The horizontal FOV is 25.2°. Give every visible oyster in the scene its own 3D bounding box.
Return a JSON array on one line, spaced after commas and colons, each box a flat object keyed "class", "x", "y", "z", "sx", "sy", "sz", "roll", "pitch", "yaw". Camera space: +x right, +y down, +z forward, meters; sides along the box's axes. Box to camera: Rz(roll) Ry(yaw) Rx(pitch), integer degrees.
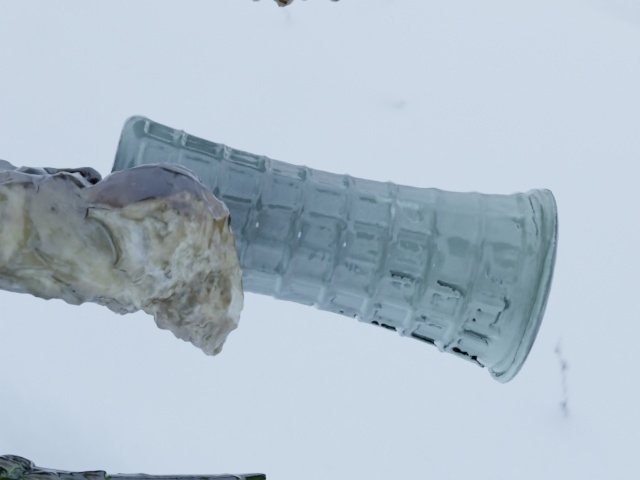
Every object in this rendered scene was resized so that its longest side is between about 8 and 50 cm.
[{"class": "oyster", "x": -0.148, "y": -0.006, "z": 0.805, "sx": 0.233, "sy": 0.107, "sz": 0.161, "roll": 16, "pitch": 13, "yaw": -18}]

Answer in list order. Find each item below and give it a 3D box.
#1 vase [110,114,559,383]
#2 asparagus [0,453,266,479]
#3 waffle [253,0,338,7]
[{"class": "vase", "x": 0.000, "y": 0.000, "z": 0.989, "sx": 0.299, "sy": 0.143, "sz": 0.143, "roll": 12, "pitch": 31, "yaw": -7}, {"class": "asparagus", "x": -0.133, "y": 0.148, "z": 0.880, "sx": 0.236, "sy": 0.027, "sz": 0.034, "roll": 12, "pitch": 30, "yaw": -34}, {"class": "waffle", "x": -0.060, "y": -0.225, "z": 1.014, "sx": 0.191, "sy": 0.191, "sz": 0.038, "roll": 16, "pitch": 74, "yaw": 12}]
